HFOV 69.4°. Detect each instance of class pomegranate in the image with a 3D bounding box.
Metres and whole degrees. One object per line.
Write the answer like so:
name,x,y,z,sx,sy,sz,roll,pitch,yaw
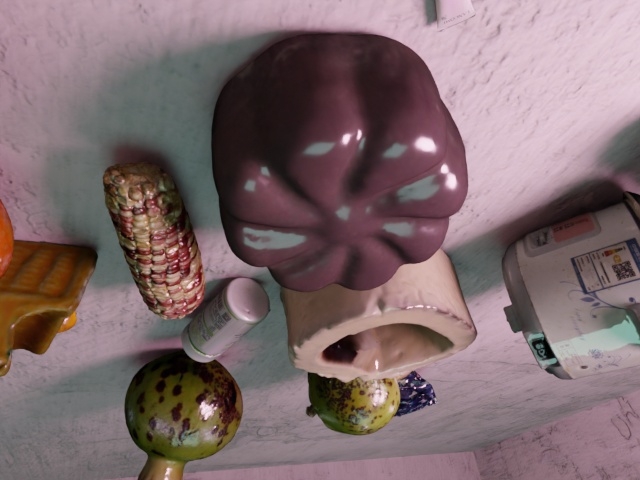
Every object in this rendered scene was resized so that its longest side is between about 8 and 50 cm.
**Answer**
pomegranate,-0.312,0.377,0.957,0.306,0.242,0.242,-49,147,-15
pomegranate,0.099,0.307,1.028,0.276,0.222,0.204,-6,133,-38

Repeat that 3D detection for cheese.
cheese,0.104,0.130,0.818,0.292,0.153,0.332,-34,138,31

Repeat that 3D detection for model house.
model house,-0.418,0.108,0.604,0.238,0.268,0.174,-13,126,3

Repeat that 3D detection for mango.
mango,-0.449,0.131,0.762,0.089,0.060,0.046,-5,105,-3

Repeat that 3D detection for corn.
corn,-0.214,0.006,0.611,0.098,0.098,0.290,-5,142,-7

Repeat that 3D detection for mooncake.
mooncake,0.020,-0.064,0.518,0.305,0.154,0.306,-5,144,-3

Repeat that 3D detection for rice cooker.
rice cooker,0.458,0.075,0.730,0.316,0.317,0.264,-26,100,22

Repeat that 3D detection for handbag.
handbag,0.196,0.452,1.341,0.260,0.113,0.162,-21,140,17

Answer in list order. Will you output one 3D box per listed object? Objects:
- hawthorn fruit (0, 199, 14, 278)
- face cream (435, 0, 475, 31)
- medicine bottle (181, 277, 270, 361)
hawthorn fruit,-0.414,-0.010,0.472,0.172,0.173,0.173,-7,146,-5
face cream,0.111,-0.236,0.405,0.038,0.020,0.115,-20,147,14
medicine bottle,-0.172,0.144,0.825,0.086,0.086,0.183,18,137,-34
